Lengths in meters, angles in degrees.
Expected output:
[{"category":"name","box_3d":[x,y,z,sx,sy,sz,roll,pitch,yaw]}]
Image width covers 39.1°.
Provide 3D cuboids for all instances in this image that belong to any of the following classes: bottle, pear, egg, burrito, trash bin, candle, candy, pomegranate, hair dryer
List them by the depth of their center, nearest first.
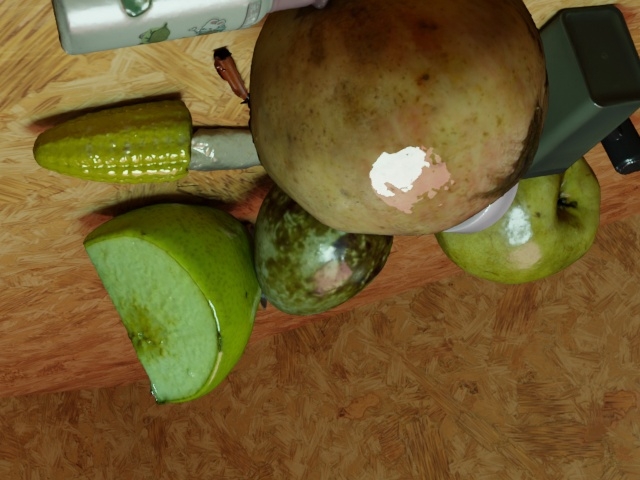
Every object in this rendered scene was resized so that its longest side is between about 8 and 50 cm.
[{"category":"bottle","box_3d":[-0.106,-0.236,0.775,0.253,0.120,0.120,-13,167,-15]},{"category":"pomegranate","box_3d":[0.075,-0.149,0.911,0.322,0.322,0.322,-14,167,-3]},{"category":"candle","box_3d":[-0.108,-0.201,1.140,0.026,0.021,0.167,-35,166,-1]},{"category":"candy","box_3d":[-0.261,-0.120,1.144,0.199,0.106,0.094,-7,149,-12]},{"category":"trash bin","box_3d":[0.348,-0.208,1.306,0.122,0.164,0.240,-10,166,-20]},{"category":"burrito","box_3d":[-0.104,-0.136,1.350,0.275,0.059,0.082,-6,172,-33]},{"category":"egg","box_3d":[0.000,0.000,1.561,0.238,0.289,0.238,23,-168,-5]},{"category":"pear","box_3d":[-0.214,0.072,1.613,0.239,0.342,0.318,-16,-165,25]},{"category":"pear","box_3d":[0.343,-0.062,1.657,0.304,0.303,0.304,-14,167,-3]},{"category":"hair dryer","box_3d":[0.550,-0.207,1.704,0.071,0.114,0.248,-30,155,23]}]

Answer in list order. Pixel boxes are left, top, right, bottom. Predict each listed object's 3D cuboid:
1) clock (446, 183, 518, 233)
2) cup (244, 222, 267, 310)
[{"category":"clock","box_3d":[0.230,-0.111,1.513,0.197,0.196,0.068,-24,163,35]},{"category":"cup","box_3d":[-0.230,0.062,1.880,0.264,0.182,0.226,-9,-161,4]}]
